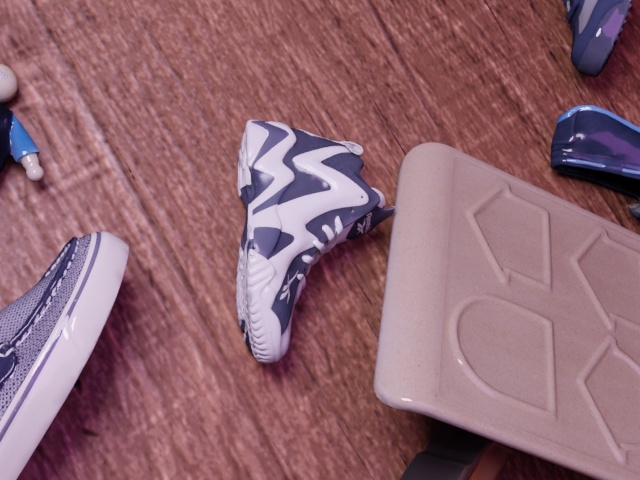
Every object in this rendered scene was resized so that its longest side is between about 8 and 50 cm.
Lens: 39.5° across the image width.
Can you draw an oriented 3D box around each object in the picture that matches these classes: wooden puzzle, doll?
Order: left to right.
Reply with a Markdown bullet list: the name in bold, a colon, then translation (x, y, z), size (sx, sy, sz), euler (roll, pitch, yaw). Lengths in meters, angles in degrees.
- **doll**: translation (-0.308, -0.074, 0.780), size (0.129, 0.046, 0.189), euler (15, 64, -7)
- **wooden puzzle**: translation (0.222, 0.084, 0.883), size (0.348, 0.080, 0.322), euler (20, 48, -10)

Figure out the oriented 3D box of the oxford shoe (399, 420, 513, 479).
- **oxford shoe**: translation (0.153, 0.208, 0.875), size (0.212, 0.076, 0.076), euler (-42, 124, -30)

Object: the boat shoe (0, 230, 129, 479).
- **boat shoe**: translation (-0.290, 0.111, 0.687), size (0.158, 0.127, 0.340), euler (33, 67, -18)

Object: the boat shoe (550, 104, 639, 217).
- **boat shoe**: translation (0.378, -0.060, 1.022), size (0.258, 0.109, 0.089), euler (24, 74, 4)

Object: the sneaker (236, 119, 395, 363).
- **sneaker**: translation (0.000, 0.000, 0.849), size (0.153, 0.094, 0.235), euler (2, 64, -12)

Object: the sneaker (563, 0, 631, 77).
- **sneaker**: translation (0.311, -0.343, 1.073), size (0.131, 0.112, 0.319), euler (14, 67, 1)
